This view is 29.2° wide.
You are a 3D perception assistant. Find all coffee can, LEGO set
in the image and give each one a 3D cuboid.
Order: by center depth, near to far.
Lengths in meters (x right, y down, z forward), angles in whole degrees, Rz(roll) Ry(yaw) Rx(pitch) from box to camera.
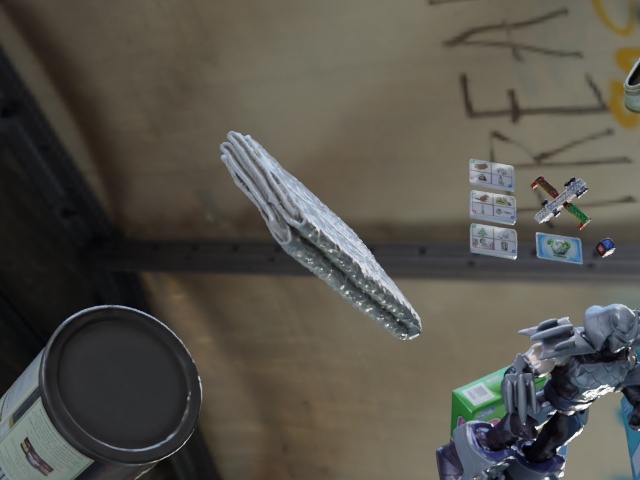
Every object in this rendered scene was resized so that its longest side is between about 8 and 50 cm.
[{"bbox_3d":[-0.299,0.229,1.538,0.202,0.275,0.201,18,-127,-25],"label":"coffee can"},{"bbox_3d":[0.358,-0.033,2.016,0.060,0.244,0.182,108,168,-55],"label":"LEGO set"}]

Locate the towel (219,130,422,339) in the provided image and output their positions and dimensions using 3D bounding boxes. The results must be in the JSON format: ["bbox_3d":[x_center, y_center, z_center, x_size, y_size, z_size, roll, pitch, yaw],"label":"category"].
[{"bbox_3d":[0.000,0.000,1.364,0.049,0.187,0.282,-42,-43,7],"label":"towel"}]

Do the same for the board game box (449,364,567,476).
[{"bbox_3d":[0.358,0.365,2.308,0.242,0.064,0.316,-21,-47,-20],"label":"board game box"}]

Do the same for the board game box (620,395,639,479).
[{"bbox_3d":[0.561,0.353,1.915,0.253,0.079,0.336,95,174,-59],"label":"board game box"}]

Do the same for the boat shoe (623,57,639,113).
[{"bbox_3d":[0.402,-0.217,1.433,0.153,0.056,0.048,-50,-37,-14],"label":"boat shoe"}]

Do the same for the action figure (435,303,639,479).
[{"bbox_3d":[0.222,0.156,1.140,0.185,0.285,0.099,7,-136,-24],"label":"action figure"}]
